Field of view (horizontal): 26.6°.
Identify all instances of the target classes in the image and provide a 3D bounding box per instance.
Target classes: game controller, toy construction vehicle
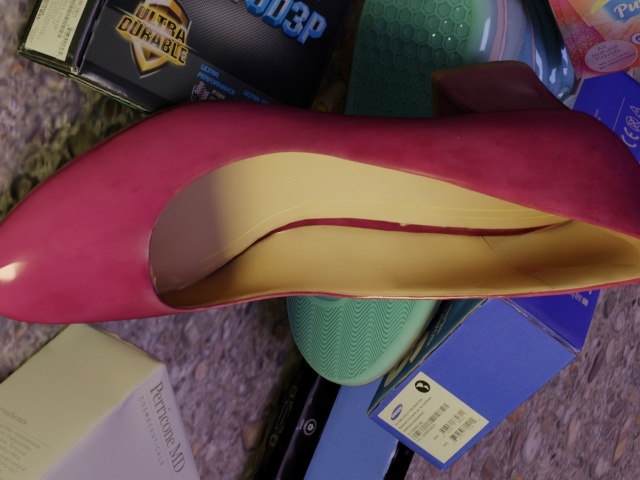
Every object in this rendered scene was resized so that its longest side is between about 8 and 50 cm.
[{"bbox_3d":[0.023,0.158,1.103,0.166,0.067,0.319,24,87,-57],"label":"game controller"},{"bbox_3d":[0.015,-0.091,0.988,0.086,0.035,0.098,-50,151,-26],"label":"toy construction vehicle"}]

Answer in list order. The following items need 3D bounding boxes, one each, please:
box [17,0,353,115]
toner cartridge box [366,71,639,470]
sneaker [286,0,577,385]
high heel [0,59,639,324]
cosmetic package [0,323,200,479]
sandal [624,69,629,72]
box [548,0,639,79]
[{"bbox_3d":[-0.064,-0.153,0.817,0.220,0.051,0.175,24,88,-57],"label":"box"},{"bbox_3d":[0.156,0.003,1.041,0.165,0.075,0.348,-48,-173,40],"label":"toner cartridge box"},{"bbox_3d":[0.095,-0.050,0.989,0.208,0.127,0.319,-12,125,-56],"label":"sneaker"},{"bbox_3d":[0.000,0.000,0.756,0.377,0.181,0.127,-21,131,-9],"label":"high heel"},{"bbox_3d":[-0.181,0.166,0.796,0.231,0.085,0.117,-43,140,-32],"label":"cosmetic package"},{"bbox_3d":[0.322,-0.208,1.348,0.180,0.049,0.072,-56,145,-19],"label":"sandal"},{"bbox_3d":[0.227,-0.284,0.957,0.142,0.154,0.300,54,31,-53],"label":"box"}]
